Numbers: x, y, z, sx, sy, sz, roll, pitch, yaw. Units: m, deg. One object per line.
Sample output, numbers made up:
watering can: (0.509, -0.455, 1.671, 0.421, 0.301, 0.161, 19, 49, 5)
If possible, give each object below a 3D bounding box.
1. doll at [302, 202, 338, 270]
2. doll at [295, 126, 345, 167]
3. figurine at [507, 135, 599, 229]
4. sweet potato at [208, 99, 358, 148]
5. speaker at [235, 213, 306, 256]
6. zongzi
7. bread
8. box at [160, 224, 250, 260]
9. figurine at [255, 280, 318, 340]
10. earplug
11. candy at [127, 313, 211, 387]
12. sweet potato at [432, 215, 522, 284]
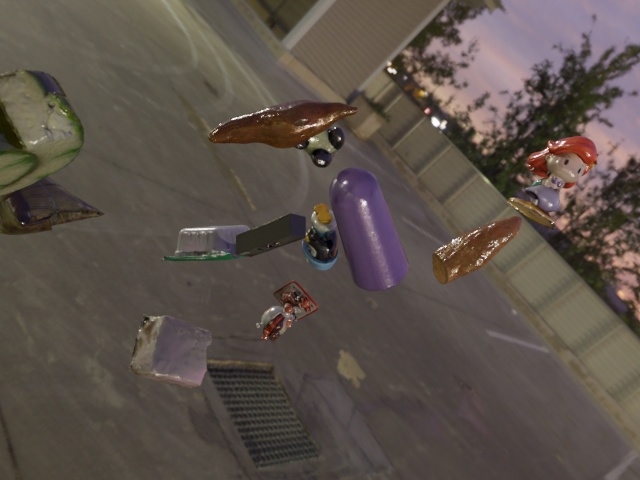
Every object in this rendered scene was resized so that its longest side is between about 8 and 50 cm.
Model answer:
doll: (0.000, 0.000, 2.326, 0.314, 0.141, 0.177, 94, -17, -47)
doll: (-0.030, -0.345, 1.949, 0.234, 0.143, 0.135, 38, 1, -24)
figurine: (0.679, -0.186, 1.763, 0.181, 0.257, 0.208, 34, 3, 21)
sweet potato: (-0.085, -0.276, 1.442, 0.112, 0.359, 0.112, -10, 90, -81)
speaker: (-0.103, -0.007, 1.198, 0.040, 0.191, 0.046, 13, 70, -38)
zongzi: (-0.788, -0.155, 1.695, 0.300, 0.138, 0.286, -14, 72, -51)
bread: (-0.579, -0.149, 0.986, 0.129, 0.382, 0.366, 65, 10, -1)
box: (-0.346, 0.005, 2.001, 0.336, 0.264, 0.106, -14, 103, -73)
figurine: (-0.158, 0.305, 2.368, 0.160, 0.183, 0.226, 48, 49, -5)
earplug: (0.156, -0.050, 2.046, 0.215, 0.215, 0.456, -115, -177, -51)
candy: (-0.418, 0.306, 1.684, 0.195, 0.137, 0.185, 29, 59, -36)
sweet potato: (0.377, 0.019, 1.452, 0.097, 0.251, 0.097, 47, 20, -24)
